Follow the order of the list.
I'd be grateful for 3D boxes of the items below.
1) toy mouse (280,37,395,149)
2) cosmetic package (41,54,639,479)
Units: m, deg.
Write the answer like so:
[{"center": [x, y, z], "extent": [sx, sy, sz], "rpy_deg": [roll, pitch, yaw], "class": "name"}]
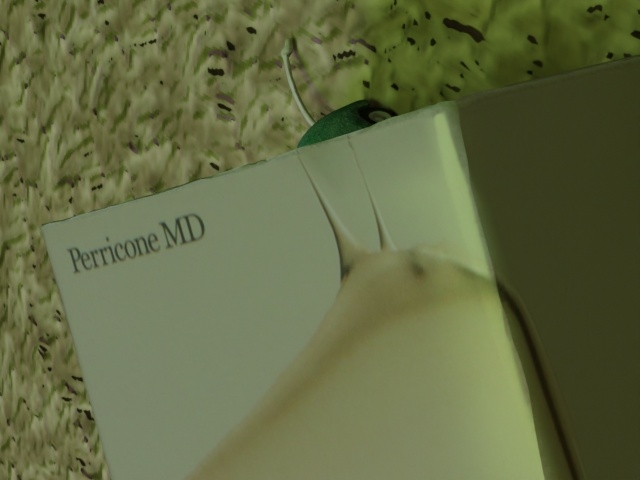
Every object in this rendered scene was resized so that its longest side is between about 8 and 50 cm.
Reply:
[{"center": [0.000, 0.000, 0.596], "extent": [0.161, 0.031, 0.143], "rpy_deg": [-21, 86, 57], "class": "toy mouse"}, {"center": [0.049, 0.119, 0.477], "extent": [0.160, 0.113, 0.309], "rpy_deg": [-16, 92, 43], "class": "cosmetic package"}]
